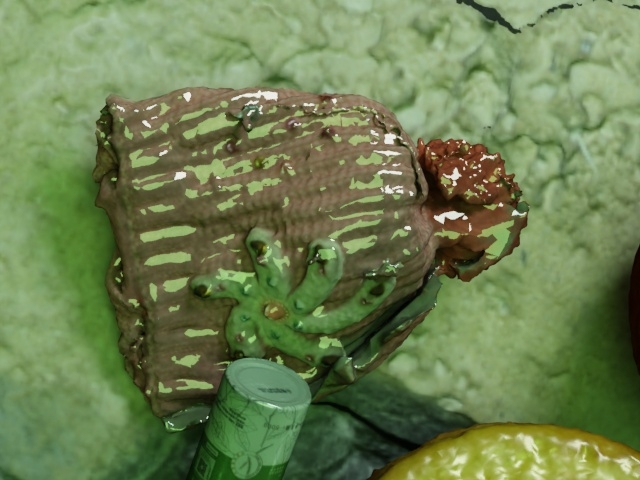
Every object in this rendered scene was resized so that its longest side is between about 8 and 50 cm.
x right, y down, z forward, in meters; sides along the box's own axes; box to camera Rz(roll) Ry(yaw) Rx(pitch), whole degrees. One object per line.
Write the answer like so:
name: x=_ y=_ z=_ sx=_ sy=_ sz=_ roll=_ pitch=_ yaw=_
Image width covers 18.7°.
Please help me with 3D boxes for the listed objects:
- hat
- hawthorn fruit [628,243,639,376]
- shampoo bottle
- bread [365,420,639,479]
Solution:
hat: x=0.000 y=0.000 z=1.273 sx=0.286 sy=0.107 sz=0.236 roll=-10 pitch=113 yaw=-8
hawthorn fruit: x=0.350 y=0.079 z=1.299 sx=0.277 sy=0.277 sz=0.298 roll=-17 pitch=108 yaw=-13
shampoo bottle: x=-0.067 y=0.177 z=1.269 sx=0.065 sy=0.065 sz=0.204 roll=14 pitch=114 yaw=-15
bread: x=0.138 y=0.258 z=1.256 sx=0.312 sy=0.172 sz=0.312 roll=1 pitch=68 yaw=-2
